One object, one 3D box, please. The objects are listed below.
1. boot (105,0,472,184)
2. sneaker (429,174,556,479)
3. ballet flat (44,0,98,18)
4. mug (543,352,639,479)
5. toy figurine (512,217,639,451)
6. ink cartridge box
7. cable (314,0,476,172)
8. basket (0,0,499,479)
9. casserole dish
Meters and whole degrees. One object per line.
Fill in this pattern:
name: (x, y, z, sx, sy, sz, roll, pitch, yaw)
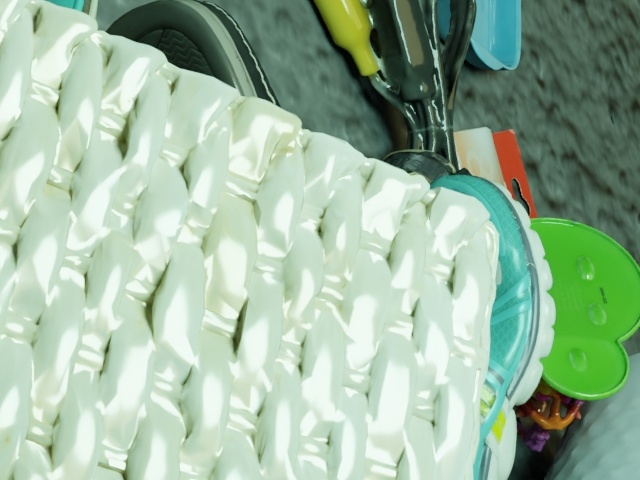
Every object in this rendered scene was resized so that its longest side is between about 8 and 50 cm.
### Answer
boot: (0.000, 0.000, 1.253, 0.284, 0.138, 0.377, -36, 110, -55)
sneaker: (0.066, 0.081, 1.139, 0.110, 0.107, 0.275, 30, 62, -42)
ballet flat: (-0.163, -0.155, 1.144, 0.086, 0.086, 0.248, 34, 48, -44)
mug: (0.277, 0.261, 1.360, 0.276, 0.374, 0.328, 25, 54, 6)
toy figurine: (0.172, 0.099, 1.454, 0.159, 0.130, 0.173, 102, -16, -47)
ink cartridge box: (0.153, -0.022, 1.579, 0.179, 0.045, 0.145, -13, 87, -55)
cable: (0.072, -0.108, 1.482, 0.139, 0.072, 0.287, -15, 97, -38)
basket: (-0.133, 0.109, 0.789, 0.328, 0.266, 0.331, 24, 60, -24)
casserole dish: (0.130, -0.228, 1.643, 0.114, 0.037, 0.188, 33, 51, -45)
